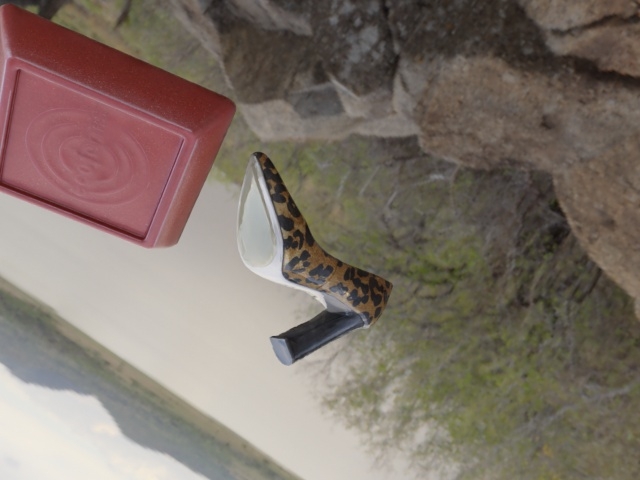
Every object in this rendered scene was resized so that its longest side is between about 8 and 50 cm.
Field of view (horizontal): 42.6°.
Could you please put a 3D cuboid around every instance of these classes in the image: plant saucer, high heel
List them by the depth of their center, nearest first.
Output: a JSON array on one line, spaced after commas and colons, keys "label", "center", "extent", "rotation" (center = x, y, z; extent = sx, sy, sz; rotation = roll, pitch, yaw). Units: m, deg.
[{"label": "plant saucer", "center": [-0.256, -0.101, 0.920], "extent": [0.259, 0.048, 0.258], "rotation": [23, 135, -10]}, {"label": "high heel", "center": [0.000, 0.000, 0.986], "extent": [0.093, 0.186, 0.261], "rotation": [12, 120, 49]}]
